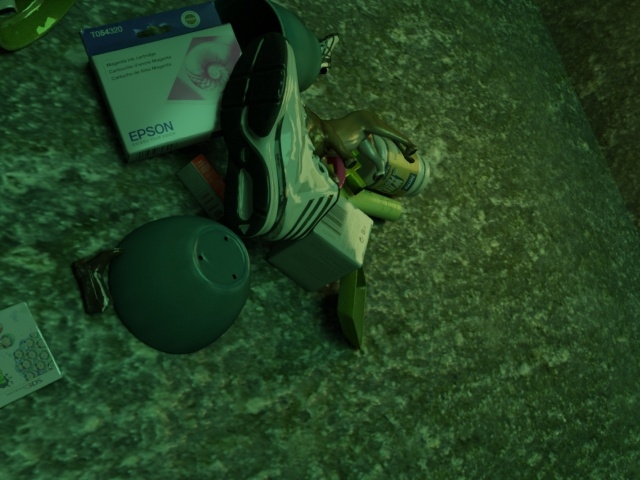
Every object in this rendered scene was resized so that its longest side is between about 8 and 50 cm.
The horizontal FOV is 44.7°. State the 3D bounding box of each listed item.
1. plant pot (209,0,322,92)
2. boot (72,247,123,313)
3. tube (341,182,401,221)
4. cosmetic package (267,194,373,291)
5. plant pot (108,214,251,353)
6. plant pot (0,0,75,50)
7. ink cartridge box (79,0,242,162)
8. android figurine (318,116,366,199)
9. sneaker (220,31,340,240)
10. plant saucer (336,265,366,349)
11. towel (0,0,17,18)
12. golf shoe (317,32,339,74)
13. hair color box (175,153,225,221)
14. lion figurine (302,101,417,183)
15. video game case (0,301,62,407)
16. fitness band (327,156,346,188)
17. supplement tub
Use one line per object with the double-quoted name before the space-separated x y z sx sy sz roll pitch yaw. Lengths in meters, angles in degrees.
"plant pot" -0.135 -0.458 1.926 0.255 0.272 0.271 -10 76 -60
"boot" -0.418 0.080 1.518 0.107 0.037 0.114 -21 79 -7
"tube" 0.109 -0.107 2.098 0.240 0.062 0.070 16 19 -30
"cosmetic package" 0.000 0.000 1.851 0.151 0.184 0.151 37 48 -22
"plant pot" -0.253 0.066 1.583 0.290 0.195 0.290 20 57 -35
"plant pot" -0.634 -0.565 1.536 0.254 0.276 0.276 41 47 -4
"ink cartridge box" -0.328 -0.371 1.736 0.324 0.071 0.329 -20 84 -19
"android figurine" -0.005 -0.215 2.026 0.273 0.056 0.248 49 51 3
"sneaker" -0.078 -0.212 1.718 0.258 0.169 0.447 13 79 -53
"plant saucer" 0.075 0.145 1.891 0.188 0.045 0.188 74 19 -56
"towel" -0.722 -0.498 1.353 0.312 0.056 0.324 -21 80 -16
"golf shoe" -0.001 -0.518 2.201 0.198 0.077 0.093 -45 112 -38
"hair color box" -0.255 -0.118 1.762 0.141 0.072 0.043 54 45 -9
"lion figurine" 0.052 -0.258 1.912 0.392 0.142 0.240 -9 55 -47
"video game case" -0.551 0.202 1.372 0.143 0.019 0.157 -25 87 -46
"fitness band" -0.063 -0.217 1.923 0.291 0.054 0.209 48 51 2
"supplement tub" 0.190 -0.201 2.152 0.200 0.144 0.144 13 61 -37
